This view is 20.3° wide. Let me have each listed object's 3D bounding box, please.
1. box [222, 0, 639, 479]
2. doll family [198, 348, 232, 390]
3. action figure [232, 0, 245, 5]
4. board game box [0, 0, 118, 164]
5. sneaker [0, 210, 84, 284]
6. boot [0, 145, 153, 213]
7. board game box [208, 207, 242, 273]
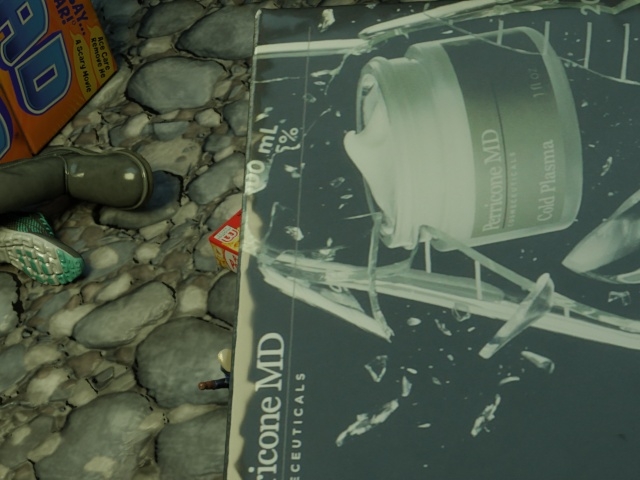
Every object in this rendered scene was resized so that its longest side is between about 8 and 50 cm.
[{"bbox_3d":[0.188,0.072,1.435,0.472,0.297,0.480,-3,66,11],"label":"box"},{"bbox_3d":[-0.028,0.105,1.759,0.193,0.111,0.076,-7,75,-5],"label":"doll family"},{"bbox_3d":[-0.088,-0.468,2.350,0.341,0.178,0.330,9,58,30],"label":"action figure"},{"bbox_3d":[-0.531,-0.265,2.143,0.356,0.356,0.356,16,52,32],"label":"board game box"},{"bbox_3d":[-0.325,-0.004,2.015,0.166,0.065,0.076,19,45,29],"label":"sneaker"},{"bbox_3d":[-0.318,-0.059,1.995,0.190,0.076,0.208,6,10,42],"label":"boot"},{"bbox_3d":[0.000,0.000,1.903,0.193,0.045,0.147,25,57,38],"label":"board game box"}]
